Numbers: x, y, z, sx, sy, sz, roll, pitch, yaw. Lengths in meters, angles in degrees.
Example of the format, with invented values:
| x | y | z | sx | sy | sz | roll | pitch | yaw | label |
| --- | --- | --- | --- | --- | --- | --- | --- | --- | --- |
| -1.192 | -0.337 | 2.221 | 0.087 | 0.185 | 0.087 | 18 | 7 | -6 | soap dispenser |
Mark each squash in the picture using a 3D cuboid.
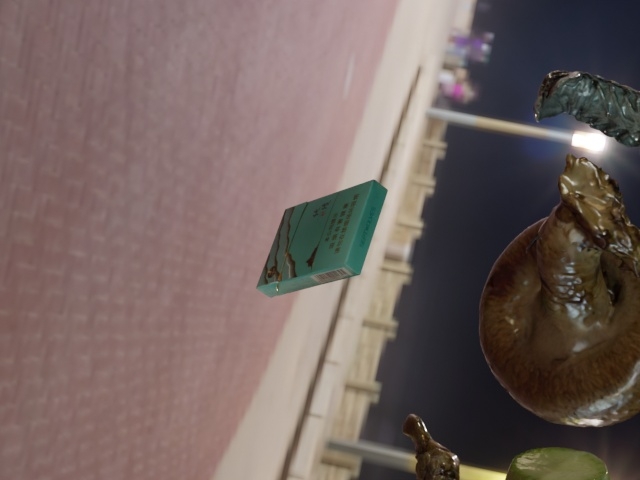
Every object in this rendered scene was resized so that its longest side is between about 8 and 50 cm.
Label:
| x | y | z | sx | sy | sz | roll | pitch | yaw | label |
| --- | --- | --- | --- | --- | --- | --- | --- | --- | --- |
| 0.291 | 0.334 | 1.574 | 0.170 | 0.170 | 0.122 | -57 | 147 | -75 | squash |

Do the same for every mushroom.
| x | y | z | sx | sy | sz | roll | pitch | yaw | label |
| --- | --- | --- | --- | --- | --- | --- | --- | --- | --- |
| 0.376 | 0.106 | 1.867 | 0.334 | 0.331 | 0.356 | -38 | 161 | 16 | mushroom |

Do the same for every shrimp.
| x | y | z | sx | sy | sz | roll | pitch | yaw | label |
| --- | --- | --- | --- | --- | --- | --- | --- | --- | --- |
| 0.515 | -0.144 | 1.854 | 0.166 | 0.411 | 0.221 | -29 | 145 | -49 | shrimp |

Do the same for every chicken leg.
| x | y | z | sx | sy | sz | roll | pitch | yaw | label |
| --- | --- | --- | --- | --- | --- | --- | --- | --- | --- |
| 0.207 | 0.404 | 2.411 | 0.085 | 0.069 | 0.198 | -59 | -144 | 28 | chicken leg |

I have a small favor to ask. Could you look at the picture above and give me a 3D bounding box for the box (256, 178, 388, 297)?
| x | y | z | sx | sy | sz | roll | pitch | yaw | label |
| --- | --- | --- | --- | --- | --- | --- | --- | --- | --- |
| -0.001 | 0.000 | 2.051 | 0.229 | 0.041 | 0.162 | -16 | -134 | 49 | box |
